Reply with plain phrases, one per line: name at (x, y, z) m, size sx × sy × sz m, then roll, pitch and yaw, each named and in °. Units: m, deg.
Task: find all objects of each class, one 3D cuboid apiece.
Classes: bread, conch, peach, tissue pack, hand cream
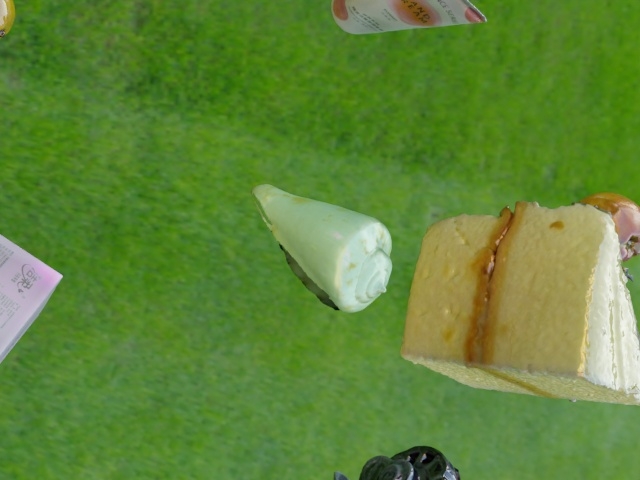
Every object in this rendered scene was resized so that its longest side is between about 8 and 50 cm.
bread at (0.215, 0.061, 1.247) m, size 0.135 × 0.240 × 0.178 m, roll 24°, pitch 73°, yaw -44°
conch at (0.004, 0.018, 1.769) m, size 0.143 × 0.251 × 0.137 m, roll 28°, pitch 82°, yaw -45°
peach at (0.372, -0.017, 1.620) m, size 0.101 × 0.101 × 0.100 m, roll -23°, pitch 118°, yaw -50°
tissue pack at (-0.463, 0.100, 1.633) m, size 0.092 × 0.149 × 0.246 m, roll -53°, pitch -175°, yaw 33°
hand cream at (0.105, -0.340, 1.779) m, size 0.124 × 0.341 × 0.077 m, roll 39°, pitch 79°, yaw -24°

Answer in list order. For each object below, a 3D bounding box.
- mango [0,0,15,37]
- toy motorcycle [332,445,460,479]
mango at (-0.298, -0.213, 1.044) m, size 0.060 × 0.114 × 0.080 m, roll -40°, pitch 152°, yaw -2°
toy motorcycle at (0.027, 0.258, 0.715) m, size 0.213 × 0.358 × 0.125 m, roll -37°, pitch 114°, yaw 5°
